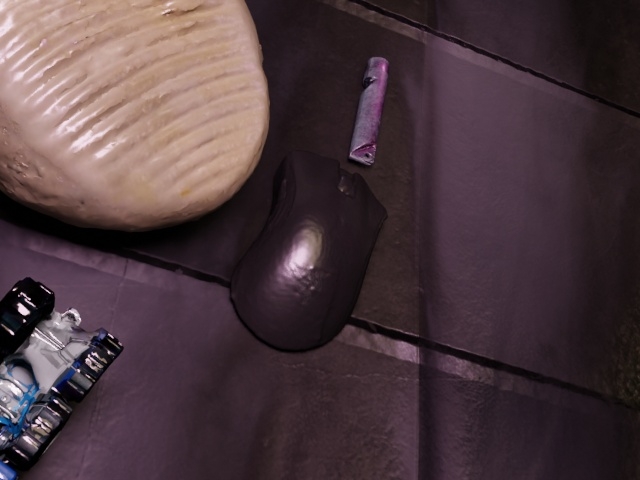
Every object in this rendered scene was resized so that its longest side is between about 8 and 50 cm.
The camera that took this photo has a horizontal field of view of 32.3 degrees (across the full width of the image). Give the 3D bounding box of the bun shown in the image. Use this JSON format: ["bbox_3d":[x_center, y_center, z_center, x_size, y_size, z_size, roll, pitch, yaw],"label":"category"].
[{"bbox_3d":[-0.227,-0.165,1.127,0.362,0.235,0.326,40,55,-22],"label":"bun"}]

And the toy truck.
[{"bbox_3d":[-0.280,0.145,0.966,0.113,0.126,0.208,38,54,-4],"label":"toy truck"}]

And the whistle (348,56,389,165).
[{"bbox_3d":[0.063,-0.166,1.408,0.033,0.033,0.176,23,52,-15],"label":"whistle"}]

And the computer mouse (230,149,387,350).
[{"bbox_3d":[0.000,0.000,1.241,0.147,0.088,0.264,29,49,-14],"label":"computer mouse"}]
